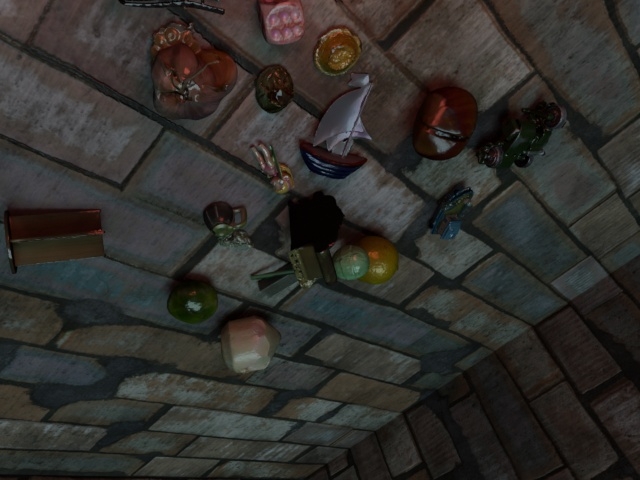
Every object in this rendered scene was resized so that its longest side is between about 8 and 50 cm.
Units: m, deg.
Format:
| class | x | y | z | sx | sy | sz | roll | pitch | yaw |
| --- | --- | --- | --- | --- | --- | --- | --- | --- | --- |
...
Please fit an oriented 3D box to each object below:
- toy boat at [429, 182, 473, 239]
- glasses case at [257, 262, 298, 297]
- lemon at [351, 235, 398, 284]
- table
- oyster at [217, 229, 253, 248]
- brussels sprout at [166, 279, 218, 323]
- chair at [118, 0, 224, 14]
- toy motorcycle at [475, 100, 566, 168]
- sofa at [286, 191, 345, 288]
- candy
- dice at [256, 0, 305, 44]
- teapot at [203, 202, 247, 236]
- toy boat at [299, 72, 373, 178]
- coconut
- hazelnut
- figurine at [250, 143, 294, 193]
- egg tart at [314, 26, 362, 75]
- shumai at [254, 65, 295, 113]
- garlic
| class | x | y | z | sx | sy | sz | roll | pitch | yaw |
| --- | --- | --- | --- | --- | --- | --- | --- | --- | --- |
| toy boat | 0.483 | -0.100 | 1.707 | 0.109 | 0.098 | 0.238 | -2 | 134 | -25 |
| glasses case | -0.128 | 0.133 | 1.732 | 0.205 | 0.047 | 0.071 | -32 | 142 | 10 |
| lemon | 0.185 | 0.069 | 1.701 | 0.203 | 0.178 | 0.178 | 16 | 133 | 4 |
| table | -0.711 | -0.008 | 1.275 | 0.226 | 0.167 | 0.167 | -7 | 137 | -29 |
| oyster | -0.280 | 0.007 | 1.542 | 0.100 | 0.037 | 0.098 | -22 | 138 | 0 |
| brussels sprout | -0.430 | 0.210 | 1.616 | 0.180 | 0.144 | 0.162 | 1 | 117 | -55 |
| chair | -0.300 | -0.527 | 0.944 | 0.212 | 0.084 | 0.101 | -3 | 138 | -19 |
| toy motorcycle | 0.637 | -0.334 | 1.517 | 0.205 | 0.127 | 0.275 | -2 | 141 | -20 |
| sofa | 0.000 | 0.000 | 1.493 | 0.182 | 0.258 | 0.200 | -8 | 138 | 5 |
| candy | -0.046 | 0.100 | 1.626 | 0.439 | 0.119 | 0.119 | -10 | 141 | 18 |
| dice | -0.089 | -0.500 | 1.051 | 0.093 | 0.091 | 0.094 | -16 | 139 | -6 |
| teapot | -0.291 | -0.063 | 1.425 | 0.124 | 0.091 | 0.092 | -33 | 139 | 13 |
| toy boat | 0.045 | -0.307 | 1.334 | 0.219 | 0.072 | 0.318 | -14 | 135 | -14 |
| coconut | -0.269 | 0.398 | 1.830 | 0.234 | 0.224 | 0.224 | -2 | 136 | -4 |
| hazelnut | 0.367 | -0.331 | 1.357 | 0.180 | 0.181 | 0.212 | 14 | 120 | -9 |
| figurine | -0.133 | -0.209 | 1.367 | 0.083 | 0.083 | 0.187 | -31 | 125 | 10 |
| egg tart | 0.048 | -0.465 | 1.178 | 0.128 | 0.049 | 0.129 | -12 | 139 | -11 |
| shumai | -0.108 | -0.366 | 1.188 | 0.099 | 0.087 | 0.124 | -12 | 139 | -13 |
| garlic | -0.289 | -0.385 | 1.026 | 0.207 | 0.207 | 0.256 | -4 | 172 | -19 |
